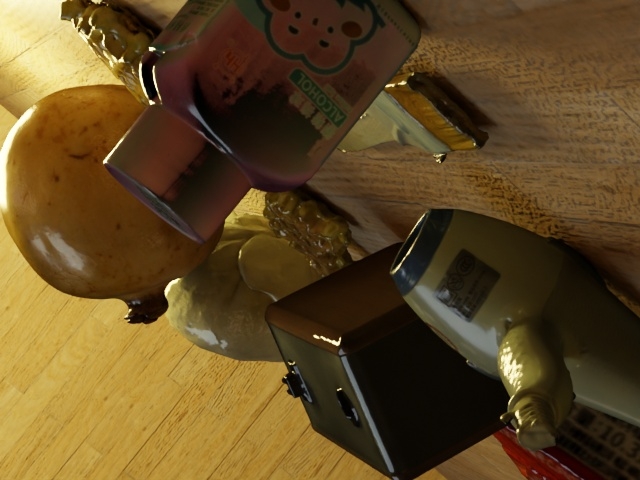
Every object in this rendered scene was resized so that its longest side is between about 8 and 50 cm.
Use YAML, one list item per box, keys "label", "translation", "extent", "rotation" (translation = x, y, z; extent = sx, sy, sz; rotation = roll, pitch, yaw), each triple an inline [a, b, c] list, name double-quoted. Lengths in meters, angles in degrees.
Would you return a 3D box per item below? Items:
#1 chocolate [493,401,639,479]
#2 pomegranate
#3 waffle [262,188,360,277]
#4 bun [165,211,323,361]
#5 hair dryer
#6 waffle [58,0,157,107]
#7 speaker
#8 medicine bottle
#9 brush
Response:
- label: "chocolate"
  translation: [0.295, 0.230, 1.430]
  extent: [0.237, 0.108, 0.235]
  rotation: [35, 171, 31]
- label: "pomegranate"
  translation: [-0.260, -0.063, 1.720]
  extent: [0.307, 0.307, 0.307]
  rotation: [38, 172, 7]
- label: "waffle"
  translation: [0.002, -0.003, 1.628]
  extent: [0.149, 0.051, 0.194]
  rotation: [36, 166, 15]
- label: "bun"
  translation: [-0.096, 0.049, 1.872]
  extent: [0.259, 0.259, 0.160]
  rotation: [32, 126, 37]
- label: "hair dryer"
  translation: [0.207, 0.106, 1.002]
  extent: [0.296, 0.119, 0.298]
  rotation: [23, -161, -23]
- label: "waffle"
  translation: [-0.151, -0.152, 1.488]
  extent: [0.291, 0.051, 0.291]
  rotation: [40, 173, 6]
- label: "speaker"
  translation: [0.074, 0.110, 1.351]
  extent: [0.153, 0.192, 0.231]
  rotation: [67, 164, -12]
- label: "medicine bottle"
  translation: [-0.043, -0.095, 0.858]
  extent: [0.119, 0.188, 0.094]
  rotation: [42, 171, -24]
- label: "brush"
  translation: [0.046, -0.091, 1.080]
  extent: [0.085, 0.020, 0.336]
  rotation: [40, 172, -12]
